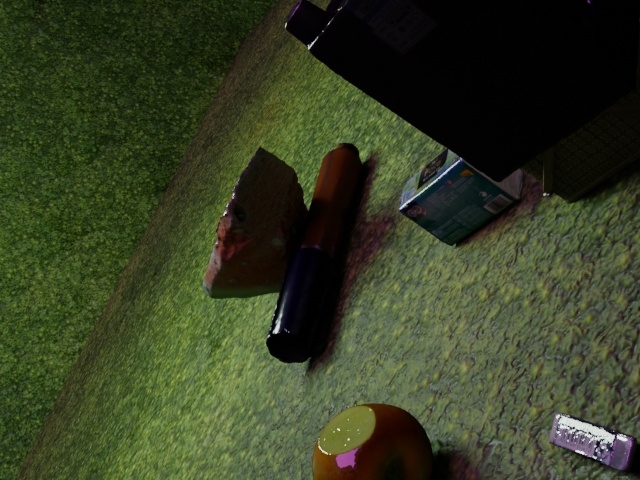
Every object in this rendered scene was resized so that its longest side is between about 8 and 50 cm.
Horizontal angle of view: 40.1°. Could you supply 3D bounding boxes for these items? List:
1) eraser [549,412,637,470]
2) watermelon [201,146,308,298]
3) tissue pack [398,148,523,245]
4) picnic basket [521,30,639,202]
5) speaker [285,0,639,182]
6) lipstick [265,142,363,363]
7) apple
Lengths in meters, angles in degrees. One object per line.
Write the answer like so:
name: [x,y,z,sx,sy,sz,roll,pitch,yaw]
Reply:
eraser: [0.198,0.146,0.640,0.099,0.019,0.027,1,74,69]
watermelon: [-0.087,-0.024,1.321,0.256,0.140,0.193,98,-170,-54]
tissue pack: [0.158,-0.064,0.988,0.111,0.085,0.079,-41,23,44]
picnic basket: [0.259,-0.125,0.831,0.164,0.079,0.115,-41,24,42]
speaker: [0.139,-0.233,0.787,0.184,0.254,0.232,-40,23,48]
lipstick: [0.000,0.000,1.311,0.077,0.077,0.418,-40,24,43]
apple: [0.051,0.208,0.801,0.114,0.099,0.102,-35,20,-15]
